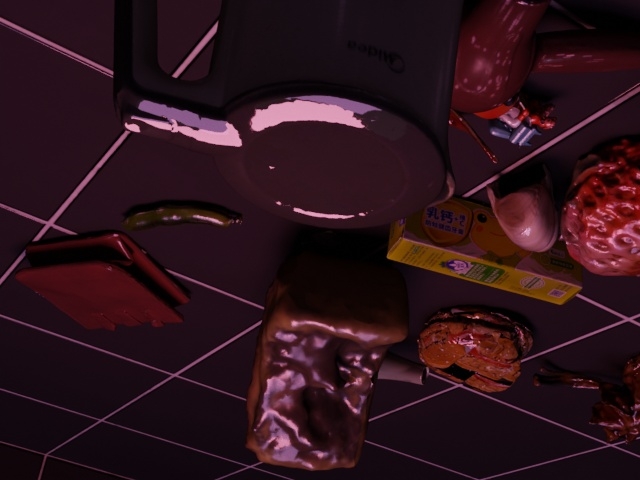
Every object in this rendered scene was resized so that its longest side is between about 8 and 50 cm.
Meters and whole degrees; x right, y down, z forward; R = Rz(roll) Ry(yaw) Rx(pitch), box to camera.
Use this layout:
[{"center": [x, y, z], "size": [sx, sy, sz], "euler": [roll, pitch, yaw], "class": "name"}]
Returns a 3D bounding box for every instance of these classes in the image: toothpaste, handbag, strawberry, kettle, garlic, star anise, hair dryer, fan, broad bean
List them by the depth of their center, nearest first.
[{"center": [-0.025, -0.235, 0.950], "size": [0.361, 0.376, 0.250], "euler": [16, 149, -15], "class": "kettle"}, {"center": [0.307, -0.238, 1.099], "size": [0.341, 0.123, 0.312], "euler": [-4, 170, -10], "class": "hair dryer"}, {"center": [0.526, -0.026, 1.394], "size": [0.336, 0.149, 0.265], "euler": [2, 148, 8], "class": "strawberry"}, {"center": [0.324, -0.039, 1.455], "size": [0.099, 0.124, 0.174], "euler": [-21, 161, 21], "class": "garlic"}, {"center": [0.273, 0.008, 1.548], "size": [0.328, 0.110, 0.077], "euler": [15, 151, -11], "class": "toothpaste"}, {"center": [-0.252, -0.038, 1.671], "size": [0.227, 0.039, 0.069], "euler": [1, 155, 11], "class": "broad bean"}, {"center": [0.000, 0.000, 1.705], "size": [0.083, 0.004, 0.056], "euler": [-12, 145, 31], "class": "fan"}, {"center": [-0.434, 0.092, 1.893], "size": [0.260, 0.084, 0.275], "euler": [-9, 146, 26], "class": "handbag"}, {"center": [0.125, 0.228, 1.966], "size": [0.219, 0.088, 0.225], "euler": [23, 146, 11], "class": "hair dryer"}, {"center": [0.617, 0.317, 1.967], "size": [0.347, 0.148, 0.237], "euler": [5, 128, 11], "class": "star anise"}]

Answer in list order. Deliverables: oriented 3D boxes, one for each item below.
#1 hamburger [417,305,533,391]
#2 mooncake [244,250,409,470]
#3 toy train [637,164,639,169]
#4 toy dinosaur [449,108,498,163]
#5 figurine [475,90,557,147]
[{"center": [0.310, 0.216, 1.902], "size": [0.231, 0.106, 0.231], "euler": [13, 151, 7], "class": "hamburger"}, {"center": [0.001, 0.221, 1.695], "size": [0.246, 0.393, 0.393], "euler": [12, 174, -1], "class": "mooncake"}, {"center": [0.577, -0.100, 1.212], "size": [0.369, 0.237, 0.150], "euler": [41, 179, -26], "class": "toy train"}, {"center": [0.081, -0.129, 1.367], "size": [0.328, 0.112, 0.206], "euler": [4, 154, 0], "class": "toy dinosaur"}, {"center": [0.244, -0.184, 1.279], "size": [0.140, 0.068, 0.075], "euler": [28, 131, -21], "class": "figurine"}]
